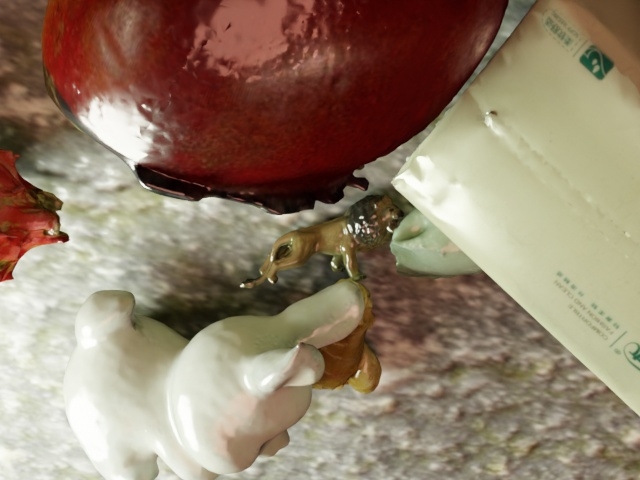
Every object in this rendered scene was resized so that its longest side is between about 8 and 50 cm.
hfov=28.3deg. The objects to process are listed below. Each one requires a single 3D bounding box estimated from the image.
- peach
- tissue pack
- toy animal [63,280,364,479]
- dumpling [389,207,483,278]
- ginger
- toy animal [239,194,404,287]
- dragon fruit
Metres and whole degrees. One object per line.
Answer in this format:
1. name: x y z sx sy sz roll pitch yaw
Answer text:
1. peach: -0.052 -0.222 1.149 0.416 0.339 0.353 -35 145 5
2. tissue pack: 0.307 -0.047 1.210 0.380 0.207 0.297 43 130 10
3. toy animal: -0.125 0.151 1.486 0.367 0.196 0.241 -11 115 28
4. dumpling: 0.183 -0.017 1.482 0.216 0.149 0.105 -27 86 5
5. ginger: 0.015 0.124 1.579 0.115 0.081 0.205 7 134 13
6. toy animal: 0.004 0.017 1.509 0.219 0.069 0.086 -25 100 9
7. dragon fruit: -0.409 -0.026 1.380 0.268 0.210 0.205 -3 166 2
